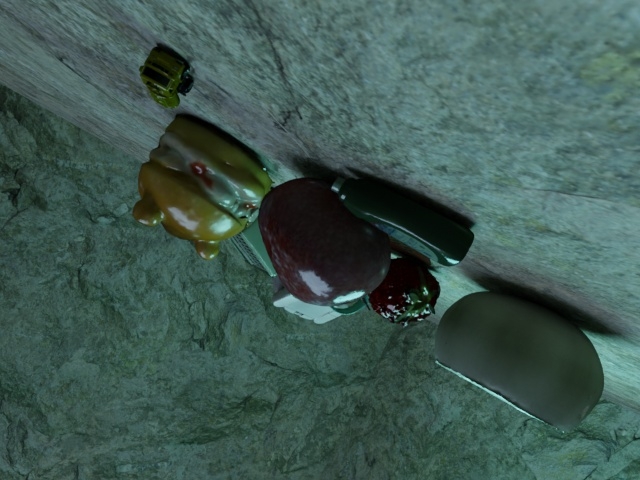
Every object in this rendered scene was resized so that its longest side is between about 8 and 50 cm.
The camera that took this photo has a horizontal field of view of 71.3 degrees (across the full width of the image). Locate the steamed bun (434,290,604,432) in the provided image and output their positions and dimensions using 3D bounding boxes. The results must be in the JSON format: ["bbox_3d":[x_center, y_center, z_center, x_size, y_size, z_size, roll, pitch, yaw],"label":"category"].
[{"bbox_3d":[0.400,0.226,0.913,0.324,0.206,0.324,29,172,5],"label":"steamed bun"}]

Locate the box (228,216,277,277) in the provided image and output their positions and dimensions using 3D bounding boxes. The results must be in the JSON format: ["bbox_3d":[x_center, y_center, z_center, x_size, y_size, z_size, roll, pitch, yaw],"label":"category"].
[{"bbox_3d":[-0.172,-0.025,1.335,0.220,0.166,0.291,58,162,-24],"label":"box"}]

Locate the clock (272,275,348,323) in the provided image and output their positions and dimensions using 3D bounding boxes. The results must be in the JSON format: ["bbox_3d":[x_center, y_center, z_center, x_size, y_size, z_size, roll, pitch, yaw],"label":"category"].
[{"bbox_3d":[-0.051,0.110,1.650,0.184,0.325,0.342,-23,144,23],"label":"clock"}]

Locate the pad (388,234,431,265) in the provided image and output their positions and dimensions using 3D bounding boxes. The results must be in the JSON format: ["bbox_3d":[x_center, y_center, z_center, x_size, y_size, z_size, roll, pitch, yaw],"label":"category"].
[{"bbox_3d":[0.162,-0.003,1.009,0.181,0.004,0.267,25,173,23],"label":"pad"}]

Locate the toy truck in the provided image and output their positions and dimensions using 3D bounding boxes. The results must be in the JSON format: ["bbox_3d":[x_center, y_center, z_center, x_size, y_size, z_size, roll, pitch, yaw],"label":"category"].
[{"bbox_3d":[-0.205,-0.214,0.591,0.049,0.054,0.083,29,174,-8],"label":"toy truck"}]

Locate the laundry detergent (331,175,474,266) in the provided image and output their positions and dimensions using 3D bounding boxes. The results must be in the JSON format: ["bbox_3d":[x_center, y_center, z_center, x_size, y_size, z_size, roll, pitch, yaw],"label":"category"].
[{"bbox_3d":[0.113,-0.034,0.668,0.211,0.063,0.137,28,-179,4],"label":"laundry detergent"}]

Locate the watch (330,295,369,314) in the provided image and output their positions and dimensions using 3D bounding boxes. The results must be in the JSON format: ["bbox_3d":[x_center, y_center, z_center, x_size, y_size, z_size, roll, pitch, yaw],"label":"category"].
[{"bbox_3d":[0.093,0.127,1.492,0.195,0.236,0.068,0,-170,-13],"label":"watch"}]

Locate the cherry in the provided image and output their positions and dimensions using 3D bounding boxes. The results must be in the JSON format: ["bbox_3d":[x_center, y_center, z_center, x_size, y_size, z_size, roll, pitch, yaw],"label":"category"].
[{"bbox_3d":[0.014,0.011,0.805,0.285,0.213,0.236,52,149,-10],"label":"cherry"}]

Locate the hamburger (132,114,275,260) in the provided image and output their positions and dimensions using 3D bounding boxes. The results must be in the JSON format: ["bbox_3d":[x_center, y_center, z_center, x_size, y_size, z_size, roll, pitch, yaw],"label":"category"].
[{"bbox_3d":[-0.255,-0.102,0.946,0.277,0.236,0.276,29,173,4],"label":"hamburger"}]

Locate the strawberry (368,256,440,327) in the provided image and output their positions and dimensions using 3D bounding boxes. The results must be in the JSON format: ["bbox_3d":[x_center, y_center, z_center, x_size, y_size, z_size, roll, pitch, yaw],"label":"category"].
[{"bbox_3d":[0.198,0.122,1.149,0.201,0.187,0.184,44,152,45],"label":"strawberry"}]

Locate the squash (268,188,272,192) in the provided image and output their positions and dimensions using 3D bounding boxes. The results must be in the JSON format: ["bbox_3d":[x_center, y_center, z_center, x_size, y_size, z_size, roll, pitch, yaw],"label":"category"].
[{"bbox_3d":[-0.253,-0.117,1.221,0.204,0.155,0.237,33,171,-31],"label":"squash"}]
